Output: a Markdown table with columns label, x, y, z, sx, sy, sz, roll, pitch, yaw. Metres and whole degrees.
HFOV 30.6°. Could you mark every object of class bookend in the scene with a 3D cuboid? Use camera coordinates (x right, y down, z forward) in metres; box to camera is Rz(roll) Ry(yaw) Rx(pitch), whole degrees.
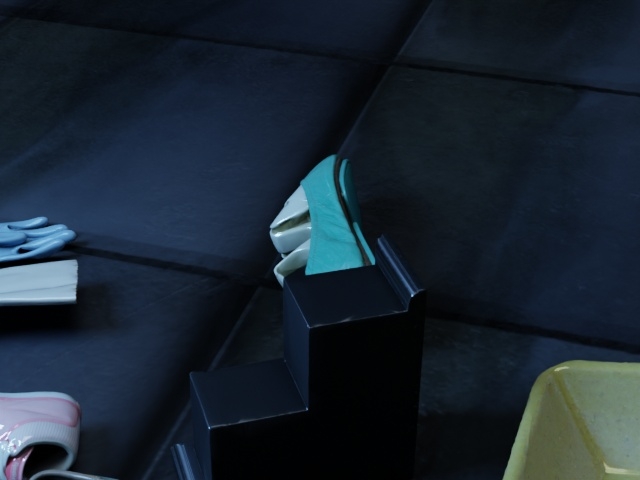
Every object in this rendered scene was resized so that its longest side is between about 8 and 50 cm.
| label | x | y | z | sx | sy | sz | roll | pitch | yaw |
| --- | --- | --- | --- | --- | --- | --- | --- | --- | --- |
| bookend | -0.019 | 0.090 | 0.765 | 0.157 | 0.156 | 0.072 | -9 | 33 | -15 |

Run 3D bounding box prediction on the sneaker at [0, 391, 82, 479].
| label | x | y | z | sx | sy | sz | roll | pitch | yaw |
| --- | --- | --- | --- | --- | --- | --- | --- | --- | --- |
| sneaker | -0.226 | 0.137 | 0.781 | 0.134 | 0.051 | 0.070 | -3 | 26 | -15 |

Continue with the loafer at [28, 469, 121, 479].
| label | x | y | z | sx | sy | sz | roll | pitch | yaw |
| --- | --- | --- | --- | --- | --- | --- | --- | --- | --- |
| loafer | -0.058 | 0.180 | 0.632 | 0.267 | 0.084 | 0.096 | 1 | 30 | 29 |

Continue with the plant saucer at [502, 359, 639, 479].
| label | x | y | z | sx | sy | sz | roll | pitch | yaw |
| --- | --- | --- | --- | --- | --- | --- | --- | --- | --- |
| plant saucer | 0.257 | 0.196 | 0.630 | 0.333 | 0.081 | 0.333 | 0 | 29 | 22 |

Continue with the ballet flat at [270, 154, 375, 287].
| label | x | y | z | sx | sy | sz | roll | pitch | yaw |
| --- | --- | --- | --- | --- | --- | --- | --- | --- | --- |
| ballet flat | 0.000 | 0.000 | 0.989 | 0.087 | 0.083 | 0.247 | -15 | 30 | 1 |

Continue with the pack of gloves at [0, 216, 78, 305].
| label | x | y | z | sx | sy | sz | roll | pitch | yaw |
| --- | --- | --- | --- | --- | --- | --- | --- | --- | --- |
| pack of gloves | -0.319 | 0.033 | 0.978 | 0.232 | 0.046 | 0.195 | -2 | 20 | -10 |
